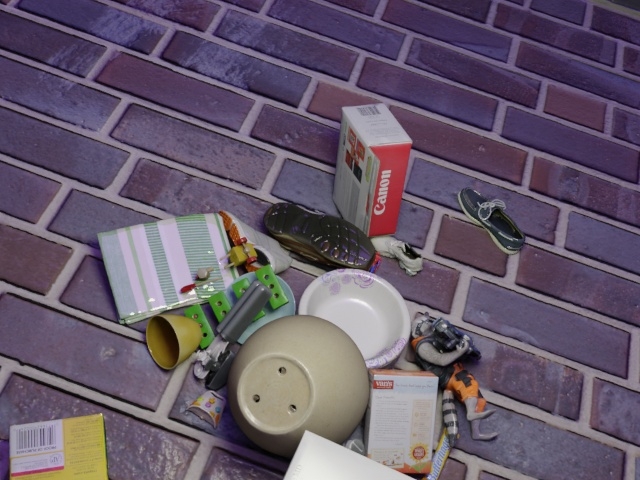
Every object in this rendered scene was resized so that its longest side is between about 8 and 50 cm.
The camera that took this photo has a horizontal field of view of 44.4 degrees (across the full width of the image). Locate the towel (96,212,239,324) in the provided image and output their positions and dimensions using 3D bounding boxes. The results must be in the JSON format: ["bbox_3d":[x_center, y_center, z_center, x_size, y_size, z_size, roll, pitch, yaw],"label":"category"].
[{"bbox_3d":[-0.385,0.063,2.023,0.325,0.038,0.247,-13,76,-19],"label":"towel"}]

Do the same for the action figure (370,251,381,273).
[{"bbox_3d":[0.139,0.073,2.164,0.038,0.030,0.115,29,54,3],"label":"action figure"}]

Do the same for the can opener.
[{"bbox_3d":[-0.210,0.226,1.904,0.093,0.074,0.280,35,88,-30],"label":"can opener"}]

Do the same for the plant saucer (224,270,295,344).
[{"bbox_3d":[-0.158,0.176,2.000,0.195,0.037,0.194,-1,74,5],"label":"plant saucer"}]

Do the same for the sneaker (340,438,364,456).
[{"bbox_3d":[0.065,0.538,1.816,0.054,0.061,0.152,20,69,-33],"label":"sneaker"}]

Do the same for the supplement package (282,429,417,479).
[{"bbox_3d":[0.058,0.547,1.586,0.293,0.175,0.177,23,54,6],"label":"supplement package"}]

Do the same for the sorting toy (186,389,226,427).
[{"bbox_3d":[-0.262,0.389,1.862,0.083,0.044,0.075,30,36,9],"label":"sorting toy"}]

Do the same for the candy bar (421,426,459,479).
[{"bbox_3d":[0.288,0.524,1.890,0.040,0.018,0.161,29,54,9],"label":"candy bar"}]

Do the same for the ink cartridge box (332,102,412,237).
[{"bbox_3d":[0.144,-0.166,2.121,0.130,0.309,0.271,-8,42,-17],"label":"ink cartridge box"}]

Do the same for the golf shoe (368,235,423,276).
[{"bbox_3d":[0.216,0.018,2.184,0.176,0.086,0.069,35,58,15],"label":"golf shoe"}]

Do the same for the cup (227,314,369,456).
[{"bbox_3d":[-0.070,0.329,1.729,0.331,0.237,0.331,-1,84,11],"label":"cup"}]

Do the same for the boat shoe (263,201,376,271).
[{"bbox_3d":[0.000,0.000,2.110,0.324,0.120,0.122,25,65,20],"label":"boat shoe"}]

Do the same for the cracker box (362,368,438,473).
[{"bbox_3d":[0.184,0.421,1.834,0.156,0.067,0.232,4,94,-9],"label":"cracker box"}]

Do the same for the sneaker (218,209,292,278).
[{"bbox_3d":[-0.183,0.010,2.117,0.121,0.099,0.262,-7,43,-49],"label":"sneaker"}]

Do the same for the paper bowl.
[{"bbox_3d":[0.074,0.223,1.973,0.284,0.148,0.284,5,56,-8],"label":"paper bowl"}]

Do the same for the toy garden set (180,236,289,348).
[{"bbox_3d":[-0.230,0.127,1.978,0.244,0.049,0.203,-28,77,-1],"label":"toy garden set"}]

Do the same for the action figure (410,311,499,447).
[{"bbox_3d":[0.304,0.312,1.911,0.179,0.341,0.330,-35,56,10],"label":"action figure"}]

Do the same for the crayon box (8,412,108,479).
[{"bbox_3d":[-0.552,0.541,1.665,0.202,0.081,0.318,-4,56,-14],"label":"crayon box"}]

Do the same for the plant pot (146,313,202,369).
[{"bbox_3d":[-0.345,0.235,1.903,0.095,0.134,0.134,-14,57,-45],"label":"plant pot"}]

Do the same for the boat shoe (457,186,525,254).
[{"bbox_3d":[0.504,-0.071,2.307,0.095,0.079,0.254,-22,63,-24],"label":"boat shoe"}]

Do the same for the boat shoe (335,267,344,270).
[{"bbox_3d":[0.071,0.061,2.140,0.072,0.068,0.190,17,51,20],"label":"boat shoe"}]
